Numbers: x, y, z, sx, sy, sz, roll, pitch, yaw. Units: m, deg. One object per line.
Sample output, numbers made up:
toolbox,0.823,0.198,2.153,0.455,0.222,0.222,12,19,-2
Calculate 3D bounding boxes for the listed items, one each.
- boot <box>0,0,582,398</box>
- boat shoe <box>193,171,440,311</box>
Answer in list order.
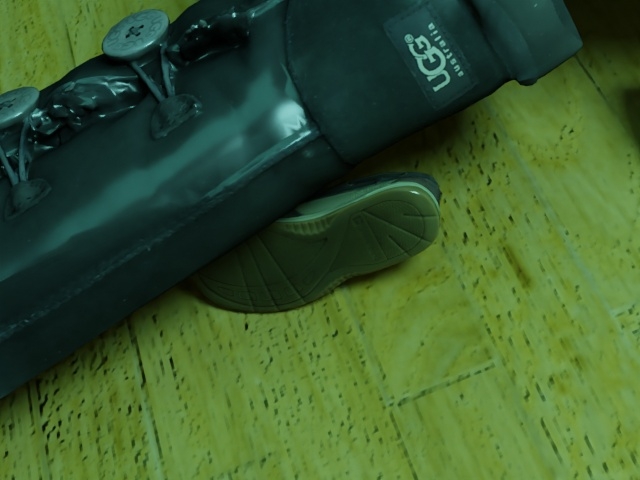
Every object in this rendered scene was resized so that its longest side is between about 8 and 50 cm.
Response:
boot,-0.107,-0.081,0.792,0.445,0.146,0.367,-33,23,7
boat shoe,0.000,0.000,0.744,0.152,0.056,0.049,-14,18,22
